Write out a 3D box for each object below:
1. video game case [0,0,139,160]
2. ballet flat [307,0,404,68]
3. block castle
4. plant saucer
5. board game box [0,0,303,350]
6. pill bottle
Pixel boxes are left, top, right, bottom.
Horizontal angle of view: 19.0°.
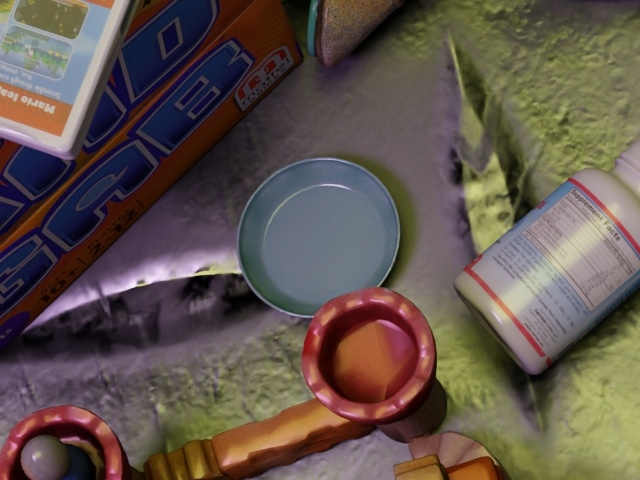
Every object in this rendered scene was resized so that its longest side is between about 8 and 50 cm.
[{"bbox_3d":[-0.179,-0.208,1.071,0.204,0.025,0.285,19,81,10],"label":"video game case"},{"bbox_3d":[0.066,-0.270,1.387,0.106,0.107,0.316,8,76,9],"label":"ballet flat"},{"bbox_3d":[0.002,0.282,1.163,0.303,0.213,0.453,-21,69,6],"label":"block castle"},{"bbox_3d":[0.000,0.000,1.356,0.119,0.021,0.119,-4,72,13],"label":"plant saucer"},{"bbox_3d":[-0.277,-0.168,1.271,0.356,0.356,0.356,-44,77,-3],"label":"board game box"},{"bbox_3d":[0.174,0.008,1.277,0.160,0.087,0.087,-41,68,-2],"label":"pill bottle"}]
